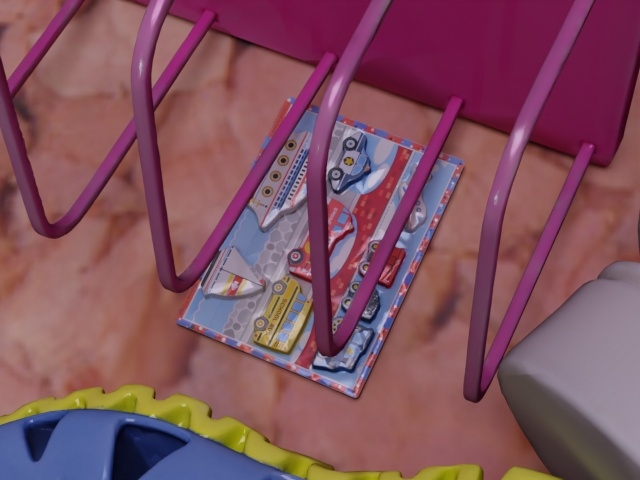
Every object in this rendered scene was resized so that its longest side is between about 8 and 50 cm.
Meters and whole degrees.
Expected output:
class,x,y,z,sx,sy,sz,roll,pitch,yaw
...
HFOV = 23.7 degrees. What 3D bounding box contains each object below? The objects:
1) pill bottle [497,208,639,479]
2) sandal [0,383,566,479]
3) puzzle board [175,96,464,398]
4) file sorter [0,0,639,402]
class,x,y,z,sx,sy,sz,roll,pitch,yaw
pill bottle,0.258,-0.003,0.591,0.361,0.204,0.204,-39,70,-8
sandal,-0.042,0.138,0.577,0.317,0.138,0.126,1,110,22
puzzle board,0.000,0.000,0.724,0.096,0.011,0.128,22,73,14
file sorter,-0.027,-0.082,0.637,0.291,0.202,0.182,21,61,14
